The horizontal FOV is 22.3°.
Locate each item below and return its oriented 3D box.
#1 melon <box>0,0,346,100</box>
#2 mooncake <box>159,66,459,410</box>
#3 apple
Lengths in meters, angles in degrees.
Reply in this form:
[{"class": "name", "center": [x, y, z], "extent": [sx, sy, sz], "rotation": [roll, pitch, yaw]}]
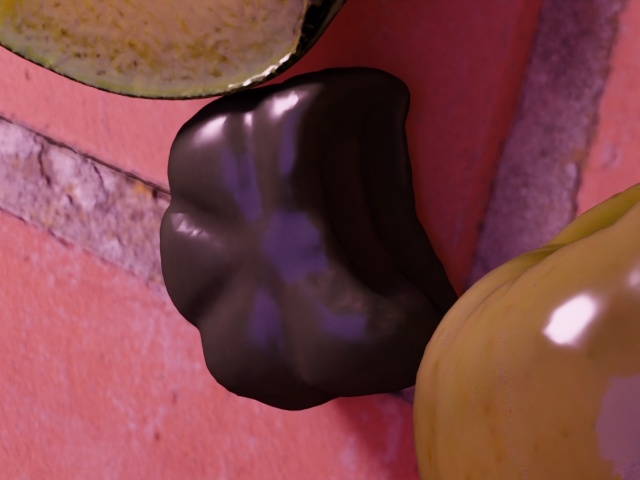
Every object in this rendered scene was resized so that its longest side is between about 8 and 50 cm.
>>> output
[{"class": "melon", "center": [-0.038, -0.178, 0.812], "extent": [0.169, 0.129, 0.265], "rotation": [39, 110, 8]}, {"class": "mooncake", "center": [0.000, 0.000, 0.814], "extent": [0.175, 0.104, 0.168], "rotation": [45, 113, 19]}, {"class": "apple", "center": [0.175, 0.083, 0.626], "extent": [0.279, 0.279, 0.279], "rotation": [5, 99, 35]}]
